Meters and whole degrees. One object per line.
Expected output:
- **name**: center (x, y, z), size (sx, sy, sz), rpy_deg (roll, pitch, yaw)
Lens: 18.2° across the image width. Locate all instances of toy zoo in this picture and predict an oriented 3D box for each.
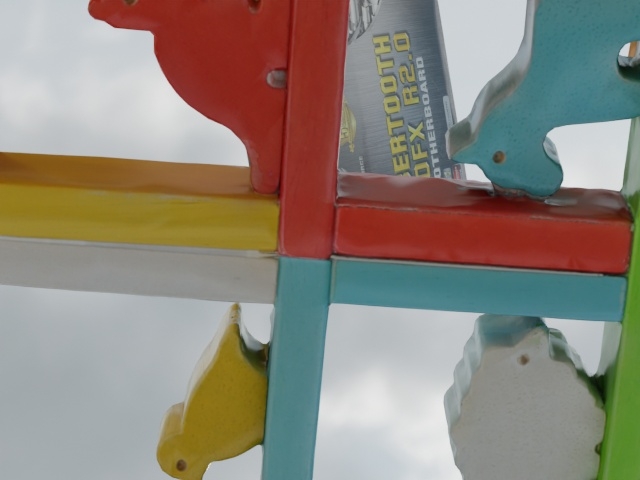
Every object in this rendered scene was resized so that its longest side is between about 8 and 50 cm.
- **toy zoo**: center (0.000, 0.000, 0.510), size (0.293, 0.192, 0.030), rpy_deg (4, -160, -2)

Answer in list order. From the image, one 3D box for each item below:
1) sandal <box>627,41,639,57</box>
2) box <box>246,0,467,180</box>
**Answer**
- **sandal**: center (0.180, -0.213, 1.156), size (0.076, 0.265, 0.102), rpy_deg (9, -153, 5)
- **box**: center (0.017, -0.102, 1.274), size (0.056, 0.231, 0.183), rpy_deg (-7, -176, 32)
